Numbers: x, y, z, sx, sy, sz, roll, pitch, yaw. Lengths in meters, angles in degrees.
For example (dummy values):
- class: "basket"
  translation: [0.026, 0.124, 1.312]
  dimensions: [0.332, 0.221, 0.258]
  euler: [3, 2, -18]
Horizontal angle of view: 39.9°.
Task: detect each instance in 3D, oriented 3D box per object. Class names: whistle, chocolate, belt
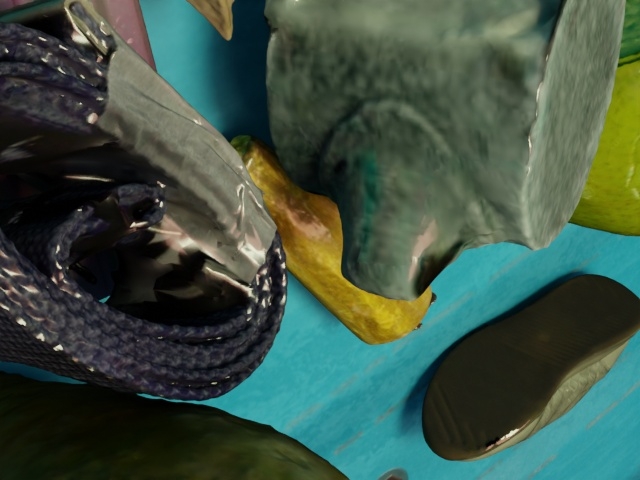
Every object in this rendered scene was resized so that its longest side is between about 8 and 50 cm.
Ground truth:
- class: "whistle"
  translation: [0.089, -0.172, 0.529]
  dimensions: [0.188, 0.168, 0.405]
  euler: [-22, 122, -58]
- class: "chocolate"
  translation: [0.000, 0.000, 0.650]
  dimensions: [0.086, 0.085, 0.219]
  euler: [-52, 132, -4]
- class: "belt"
  translation: [-0.124, -0.008, 0.424]
  dimensions: [0.230, 0.126, 0.140]
  euler: [40, 59, -44]

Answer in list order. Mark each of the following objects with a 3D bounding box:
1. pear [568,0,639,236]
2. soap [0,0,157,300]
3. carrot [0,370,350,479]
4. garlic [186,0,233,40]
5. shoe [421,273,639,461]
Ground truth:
- class: "pear"
  translation: [0.274, -0.104, 0.748]
  dimensions: [0.286, 0.176, 0.282]
  euler: [-38, 134, -15]
- class: "soap"
  translation: [-0.150, -0.062, 0.502]
  dimensions: [0.122, 0.065, 0.203]
  euler: [-26, 127, -25]
- class: "carrot"
  translation: [-0.116, 0.185, 0.462]
  dimensions: [0.224, 0.340, 0.224]
  euler: [-9, 103, -45]
- class: "garlic"
  translation: [-0.033, -0.266, 0.465]
  dimensions: [0.267, 0.128, 0.148]
  euler: [-54, 169, -15]
- class: "shoe"
  translation: [0.211, 0.137, 0.880]
  dimensions: [0.274, 0.103, 0.098]
  euler: [-26, 141, -23]
